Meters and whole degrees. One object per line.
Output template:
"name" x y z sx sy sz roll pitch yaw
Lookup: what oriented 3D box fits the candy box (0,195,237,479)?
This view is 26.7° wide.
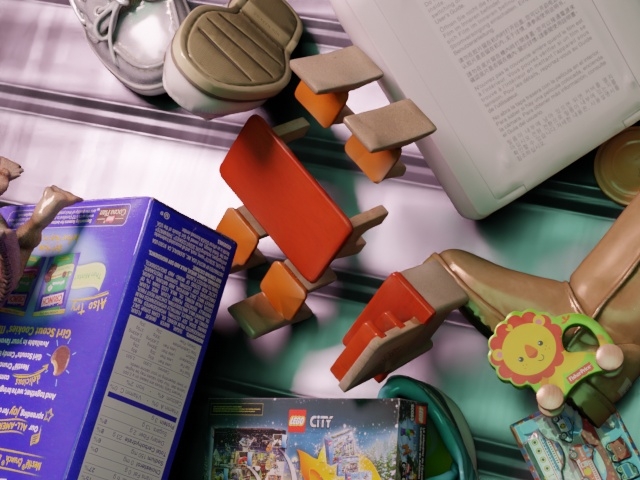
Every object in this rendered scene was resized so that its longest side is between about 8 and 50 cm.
"candy box" -0.238 0.129 1.261 0.268 0.122 0.317 -1 67 47

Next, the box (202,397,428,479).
"box" -0.011 0.222 1.212 0.233 0.044 0.159 -5 76 41

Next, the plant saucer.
"plant saucer" 0.307 -0.072 1.310 0.083 0.013 0.084 -4 72 13

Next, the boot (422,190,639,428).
"boot" 0.266 0.007 1.258 0.236 0.089 0.269 41 85 15

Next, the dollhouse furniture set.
"dollhouse furniture set" 0.000 0.000 1.222 0.259 0.135 0.262 49 130 19

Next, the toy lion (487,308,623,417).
"toy lion" 0.201 0.098 1.185 0.100 0.034 0.096 -33 67 -1

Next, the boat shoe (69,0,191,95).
"boat shoe" -0.232 -0.297 1.469 0.118 0.103 0.320 -27 68 4

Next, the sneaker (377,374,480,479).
"sneaker" 0.109 0.248 1.202 0.107 0.110 0.275 -25 69 5

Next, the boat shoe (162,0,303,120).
"boat shoe" -0.095 -0.167 1.314 0.113 0.302 0.103 44 113 -5

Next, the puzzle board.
"puzzle board" 0.243 0.206 1.235 0.096 0.011 0.128 -26 67 4

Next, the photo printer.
"photo printer" 0.163 -0.209 1.256 0.256 0.107 0.307 -34 108 3

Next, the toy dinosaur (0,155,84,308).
"toy dinosaur" -0.336 0.014 1.243 0.295 0.127 0.200 23 88 50
